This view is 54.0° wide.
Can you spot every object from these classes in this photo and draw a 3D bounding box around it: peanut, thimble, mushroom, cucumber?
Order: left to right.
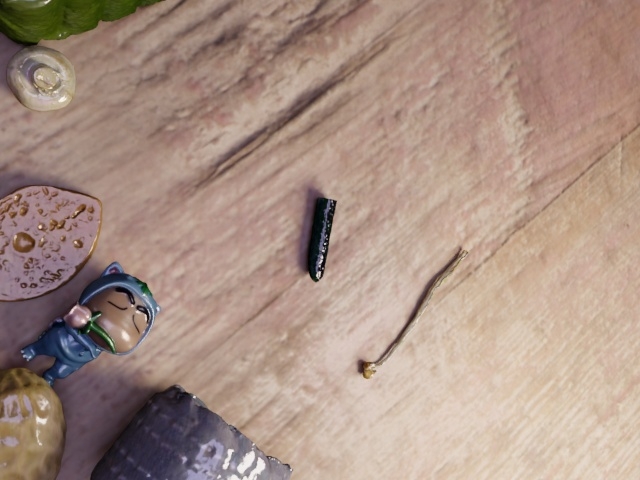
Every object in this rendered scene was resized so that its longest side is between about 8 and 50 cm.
[{"bbox_3d":[-0.434,0.245,0.759,0.233,0.110,0.196,4,103,-22],"label":"peanut"},{"bbox_3d":[-0.354,-0.206,0.800,0.084,0.067,0.083,-6,101,-32],"label":"mushroom"},{"bbox_3d":[-0.163,0.313,0.829,0.236,0.205,0.172,46,74,-22],"label":"thimble"},{"bbox_3d":[0.000,0.000,0.980,0.032,0.032,0.133,9,90,-23],"label":"cucumber"},{"bbox_3d":[0.165,0.123,1.063,0.026,0.028,0.286,37,73,23],"label":"mushroom"}]

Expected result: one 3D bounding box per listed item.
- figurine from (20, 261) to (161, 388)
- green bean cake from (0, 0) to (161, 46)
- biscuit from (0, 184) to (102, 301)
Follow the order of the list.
[{"bbox_3d":[-0.293,0.120,0.806,0.178,0.144,0.114,-36,102,-6],"label":"figurine"},{"bbox_3d":[-0.304,-0.431,0.733,0.335,0.218,0.319,-31,103,-21],"label":"green bean cake"},{"bbox_3d":[-0.385,0.006,0.817,0.221,0.029,0.141,-31,102,-20],"label":"biscuit"}]
